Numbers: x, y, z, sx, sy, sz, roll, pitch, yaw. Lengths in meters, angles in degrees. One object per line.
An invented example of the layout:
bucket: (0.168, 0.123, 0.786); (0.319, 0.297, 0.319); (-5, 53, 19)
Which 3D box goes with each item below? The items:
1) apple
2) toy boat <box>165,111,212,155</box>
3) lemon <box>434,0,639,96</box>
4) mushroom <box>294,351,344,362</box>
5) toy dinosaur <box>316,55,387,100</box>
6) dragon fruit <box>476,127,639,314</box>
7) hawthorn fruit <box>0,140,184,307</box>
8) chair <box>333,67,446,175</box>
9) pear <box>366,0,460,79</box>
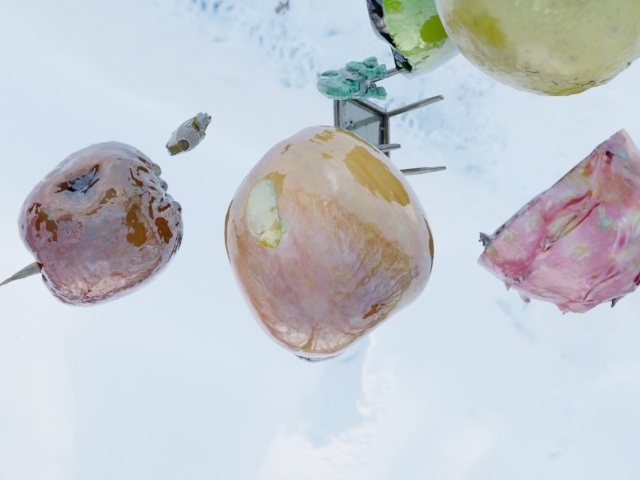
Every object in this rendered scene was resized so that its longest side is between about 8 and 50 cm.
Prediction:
apple: (0.000, 0.000, 0.789); (0.242, 0.242, 0.241); (-37, 81, 35)
toy boat: (-0.230, -0.191, 1.219); (0.048, 0.149, 0.047); (-21, 114, 22)
lemon: (0.268, -0.309, 0.804); (0.310, 0.258, 0.258); (17, 134, -19)
mushroom: (-0.038, 0.123, 1.659); (0.259, 0.345, 0.346); (-4, 132, 18)
toy dinosaur: (0.036, -0.221, 0.947); (0.096, 0.132, 0.059); (-9, 115, -17)
dragon fruit: (0.481, -0.013, 1.226); (0.249, 0.371, 0.386); (49, 160, 13)
hawthorn fruit: (-0.346, -0.023, 1.093); (0.261, 0.258, 0.258); (-39, 118, 21)
chair: (0.089, -0.212, 1.355); (0.272, 0.167, 0.188); (-10, 163, 40)
pear: (0.239, -0.505, 1.279); (0.165, 0.399, 0.399); (9, 137, 28)
